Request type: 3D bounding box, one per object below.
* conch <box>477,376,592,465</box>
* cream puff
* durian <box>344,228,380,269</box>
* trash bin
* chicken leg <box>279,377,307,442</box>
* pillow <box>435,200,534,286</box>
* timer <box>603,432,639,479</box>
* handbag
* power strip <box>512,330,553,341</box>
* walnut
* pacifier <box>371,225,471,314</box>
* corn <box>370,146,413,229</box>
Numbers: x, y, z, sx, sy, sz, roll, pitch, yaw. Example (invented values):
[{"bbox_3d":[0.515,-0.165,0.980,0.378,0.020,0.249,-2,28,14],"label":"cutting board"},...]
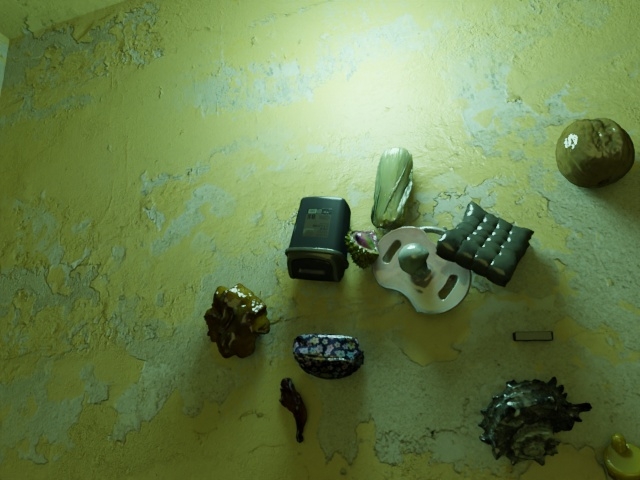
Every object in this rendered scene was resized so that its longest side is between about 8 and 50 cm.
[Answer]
[{"bbox_3d":[0.587,0.507,1.299,0.313,0.186,0.240,-28,94,-13],"label":"conch"},{"bbox_3d":[-0.297,0.273,1.649,0.241,0.155,0.269,-41,73,7],"label":"cream puff"},{"bbox_3d":[0.122,0.021,1.565,0.108,0.186,0.119,27,117,-14],"label":"durian"},{"bbox_3d":[0.000,0.000,1.632,0.210,0.182,0.290,2,68,19],"label":"trash bin"},{"bbox_3d":[-0.086,0.555,1.546,0.093,0.053,0.205,-42,57,26],"label":"chicken leg"},{"bbox_3d":[0.501,0.008,1.425,0.228,0.101,0.326,27,37,23],"label":"pillow"},{"bbox_3d":[0.808,0.580,1.237,0.107,0.109,0.107,-18,26,9],"label":"timer"},{"bbox_3d":[0.023,0.375,1.489,0.229,0.207,0.126,-1,58,10],"label":"handbag"},{"bbox_3d":[0.643,0.291,1.418,0.111,0.038,0.029,-4,73,17],"label":"power strip"},{"bbox_3d":[0.847,-0.275,1.451,0.228,0.228,0.227,-5,72,15],"label":"walnut"},{"bbox_3d":[0.314,0.086,1.490,0.332,0.273,0.220,34,122,24],"label":"pacifier"},{"bbox_3d":[0.251,-0.180,1.638,0.123,0.122,0.305,8,75,-1],"label":"corn"}]
